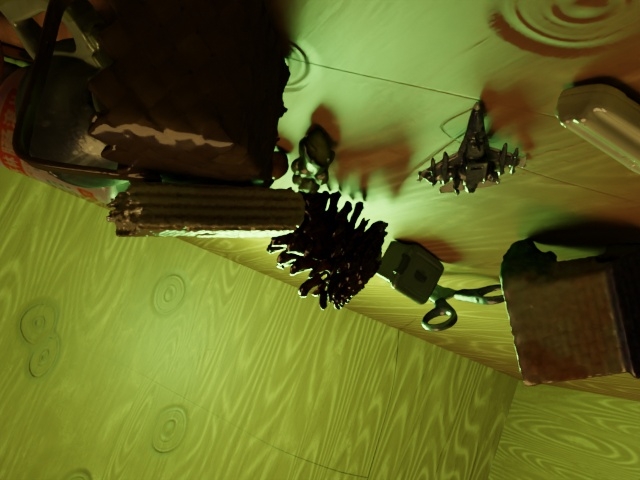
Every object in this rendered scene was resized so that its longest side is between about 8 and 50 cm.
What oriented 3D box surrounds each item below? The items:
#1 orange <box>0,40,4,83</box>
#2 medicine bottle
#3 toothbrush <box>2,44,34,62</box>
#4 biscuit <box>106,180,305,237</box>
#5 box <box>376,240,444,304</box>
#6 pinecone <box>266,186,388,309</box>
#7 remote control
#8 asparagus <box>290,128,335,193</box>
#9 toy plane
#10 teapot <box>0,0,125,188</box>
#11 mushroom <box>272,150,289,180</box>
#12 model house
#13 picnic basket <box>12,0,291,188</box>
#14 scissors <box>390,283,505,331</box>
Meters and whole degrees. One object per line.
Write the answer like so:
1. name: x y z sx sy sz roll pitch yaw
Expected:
1. orange: -0.666 -0.299 1.222 0.284 0.283 0.226 21 176 0
2. medicine bottle: -0.544 -0.229 1.510 0.389 0.219 0.219 20 169 6
3. toothbrush: -0.500 -0.334 1.427 0.321 0.023 0.031 18 166 13
4. biscuit: -0.146 -0.035 0.969 0.239 0.061 0.108 1 173 -26
5. box: 0.217 0.074 1.875 0.093 0.124 0.172 26 175 42
6. pinecone: -0.002 0.003 1.616 0.292 0.246 0.246 36 175 21
7. remote control: 0.368 -0.106 0.859 0.230 0.049 0.090 24 171 -25
8. asparagus: -0.015 -0.133 1.386 0.080 0.080 0.287 22 170 -5
9. toy plane: 0.213 -0.111 1.048 0.160 0.082 0.234 -7 166 5
10. teapot: -0.329 -0.249 1.163 0.240 0.321 0.239 -17 -172 -38
11. mushroom: -0.119 -0.150 1.505 0.130 0.072 0.088 17 -154 42
12. model house: 0.486 0.104 1.307 0.280 0.245 0.312 -13 -176 21
13. picnic basket: -0.210 -0.195 0.944 0.321 0.254 0.291 9 170 7
14. scissors: 0.308 0.142 1.967 0.383 0.256 0.029 21 131 66
